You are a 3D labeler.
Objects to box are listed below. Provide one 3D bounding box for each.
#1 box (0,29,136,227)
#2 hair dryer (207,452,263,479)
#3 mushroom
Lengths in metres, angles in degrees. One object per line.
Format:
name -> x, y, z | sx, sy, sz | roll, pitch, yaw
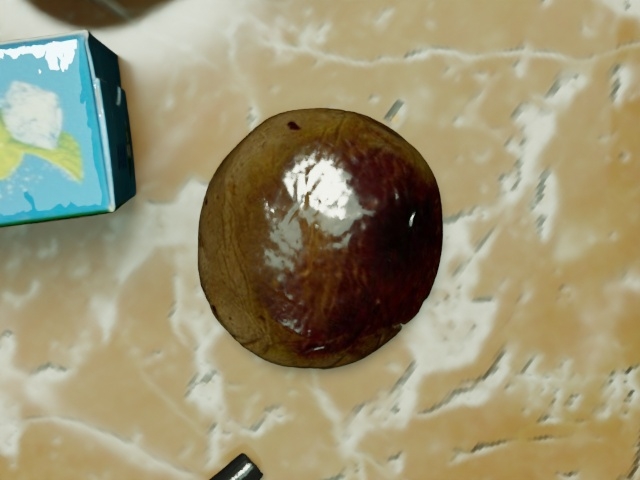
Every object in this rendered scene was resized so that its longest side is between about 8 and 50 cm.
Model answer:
box -> -0.180, -0.037, 0.552 | 0.194, 0.139, 0.073 | -7, 96, -3
hair dryer -> -0.044, 0.154, 0.643 | 0.079, 0.031, 0.083 | -42, 111, -9
mushroom -> 0.000, 0.000, 0.615 | 0.123, 0.052, 0.123 | 0, 95, 0
